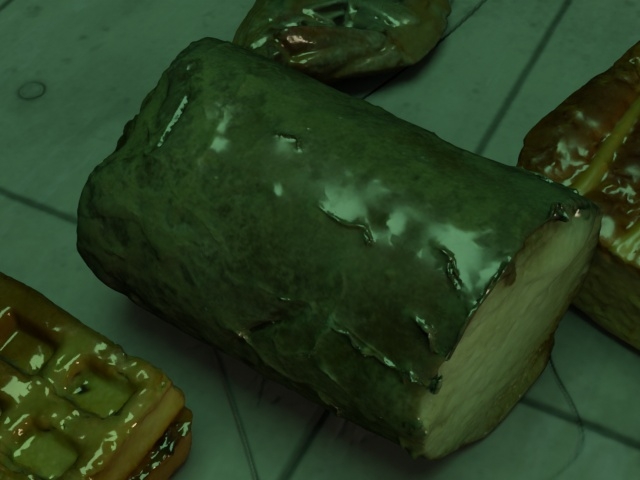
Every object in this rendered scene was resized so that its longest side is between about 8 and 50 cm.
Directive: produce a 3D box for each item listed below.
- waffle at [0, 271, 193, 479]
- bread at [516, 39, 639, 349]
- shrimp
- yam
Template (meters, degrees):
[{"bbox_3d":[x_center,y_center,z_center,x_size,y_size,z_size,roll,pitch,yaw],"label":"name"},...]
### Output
[{"bbox_3d":[-0.264,0.109,0.594,0.327,0.098,0.224,24,56,23],"label":"waffle"},{"bbox_3d":[0.265,-0.054,0.698,0.184,0.114,0.274,34,60,29],"label":"bread"},{"bbox_3d":[0.015,-0.180,0.847,0.168,0.077,0.317,15,48,13],"label":"shrimp"},{"bbox_3d":[0.000,0.000,0.608,0.300,0.195,0.195,26,55,23],"label":"yam"}]
